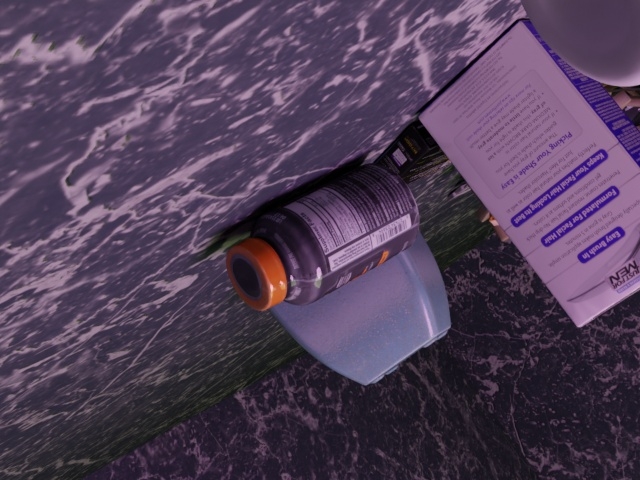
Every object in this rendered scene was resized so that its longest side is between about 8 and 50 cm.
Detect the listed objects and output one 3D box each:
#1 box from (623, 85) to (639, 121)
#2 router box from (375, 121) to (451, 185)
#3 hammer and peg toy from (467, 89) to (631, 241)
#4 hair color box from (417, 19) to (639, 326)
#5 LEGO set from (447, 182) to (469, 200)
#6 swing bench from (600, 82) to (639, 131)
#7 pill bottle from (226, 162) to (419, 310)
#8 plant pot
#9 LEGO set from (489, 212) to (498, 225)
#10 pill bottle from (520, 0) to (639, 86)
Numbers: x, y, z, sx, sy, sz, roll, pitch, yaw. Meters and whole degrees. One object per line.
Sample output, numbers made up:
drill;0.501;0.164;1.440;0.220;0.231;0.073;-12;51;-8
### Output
box;0.693;-0.298;2.019;0.295;0.073;0.293;-31;180;31
router box;0.161;-0.134;1.277;0.179;0.046;0.133;-26;167;-41
hammer and peg toy;0.391;-0.130;1.572;0.266;0.127;0.361;-35;170;-6
hair color box;0.301;-0.086;1.108;0.185;0.339;0.110;-42;167;34
LEGO set;0.394;-0.172;1.934;0.244;0.060;0.182;-26;174;-9
swing bench;0.615;-0.261;1.718;0.253;0.255;0.165;-26;134;-45
pill bottle;0.000;0.000;1.142;0.246;0.130;0.130;-27;168;-33
plant pot;0.073;0.088;1.450;0.247;0.252;0.248;-37;170;14
LEGO set;0.304;-0.169;1.337;0.287;0.132;0.107;-55;169;-14
pill bottle;0.335;-0.283;0.731;0.334;0.188;0.188;-32;170;-13
